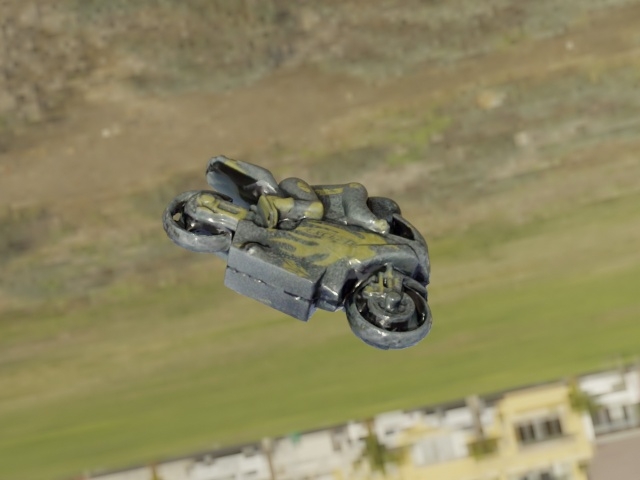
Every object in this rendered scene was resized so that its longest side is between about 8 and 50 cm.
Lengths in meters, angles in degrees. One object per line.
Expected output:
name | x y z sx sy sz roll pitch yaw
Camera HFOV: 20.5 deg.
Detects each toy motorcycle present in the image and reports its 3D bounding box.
toy motorcycle | 0.000 0.000 1.124 0.193 0.061 0.124 26 -140 19
